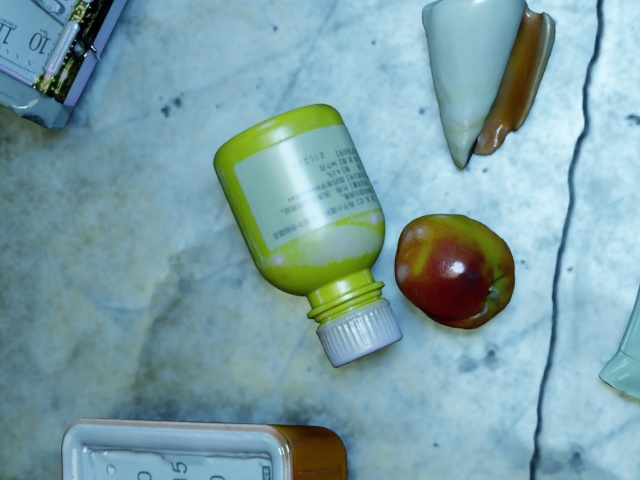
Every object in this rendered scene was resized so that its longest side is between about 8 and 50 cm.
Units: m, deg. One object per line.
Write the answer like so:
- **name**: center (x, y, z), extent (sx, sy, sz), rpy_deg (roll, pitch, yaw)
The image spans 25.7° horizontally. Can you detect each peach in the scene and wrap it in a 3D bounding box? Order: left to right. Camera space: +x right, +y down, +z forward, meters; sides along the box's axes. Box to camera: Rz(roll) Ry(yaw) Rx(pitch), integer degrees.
- **peach**: center (0.113, 0.023, 1.200), extent (0.100, 0.100, 0.101), rpy_deg (0, 89, 12)

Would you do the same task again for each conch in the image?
- **conch**: center (0.142, -0.153, 1.198), extent (0.094, 0.104, 0.176), rpy_deg (-4, 92, 52)

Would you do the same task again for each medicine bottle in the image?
- **medicine bottle**: center (0.000, 0.000, 1.209), extent (0.121, 0.122, 0.213), rpy_deg (-25, 84, 11)

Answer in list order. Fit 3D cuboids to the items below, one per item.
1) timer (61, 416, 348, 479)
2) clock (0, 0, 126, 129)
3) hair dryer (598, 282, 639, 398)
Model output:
- **timer**: center (-0.107, 0.280, 1.212), extent (0.249, 0.161, 0.258), rpy_deg (-3, 88, 20)
- **clock**: center (-0.298, -0.233, 1.299), extent (0.253, 0.083, 0.186), rpy_deg (29, 95, 12)
- **hair dryer**: center (0.376, 0.061, 1.166), extent (0.237, 0.075, 0.206), rpy_deg (18, 100, 4)
